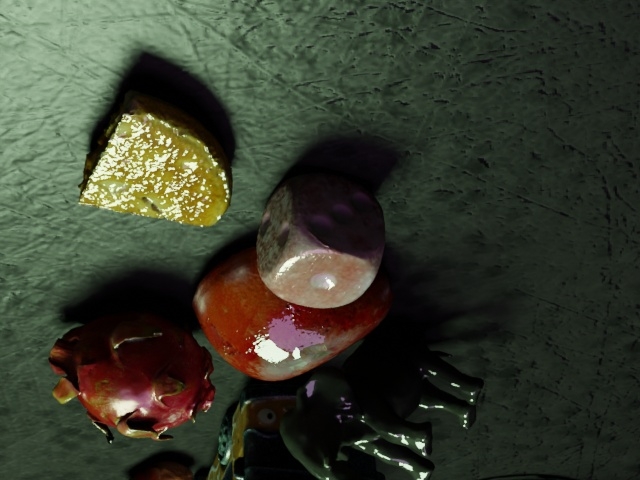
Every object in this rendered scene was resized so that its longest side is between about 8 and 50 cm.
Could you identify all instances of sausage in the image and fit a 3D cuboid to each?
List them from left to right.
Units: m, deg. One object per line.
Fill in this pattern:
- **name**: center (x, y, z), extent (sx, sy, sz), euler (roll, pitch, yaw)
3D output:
- **sausage**: center (-0.187, 0.288, 1.875), extent (0.094, 0.059, 0.054), euler (-35, 146, 30)

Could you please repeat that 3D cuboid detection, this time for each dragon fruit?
- **dragon fruit**: center (-0.185, 0.127, 1.603), extent (0.166, 0.136, 0.133), euler (17, 153, 5)

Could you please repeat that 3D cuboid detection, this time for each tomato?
- **tomato**: center (-0.026, 0.085, 1.578), extent (0.189, 0.099, 0.173), euler (17, 137, -28)

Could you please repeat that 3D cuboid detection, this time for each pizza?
- **pizza**: center (-0.148, -0.070, 1.403), extent (0.134, 0.046, 0.175), euler (-10, 143, 8)

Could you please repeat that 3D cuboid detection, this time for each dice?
- **dice**: center (0.000, 0.000, 1.471), extent (0.093, 0.091, 0.094), euler (14, 139, -22)

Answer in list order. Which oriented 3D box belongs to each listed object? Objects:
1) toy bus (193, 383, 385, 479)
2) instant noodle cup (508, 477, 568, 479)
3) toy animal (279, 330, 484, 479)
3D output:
- **toy bus**: center (-0.049, 0.310, 1.802), extent (0.162, 0.194, 0.323), euler (8, 142, -13)
- **instant noodle cup**: center (0.238, 0.486, 1.965), extent (0.284, 0.312, 0.284), euler (-2, 144, -1)
- **toy animal**: center (0.055, 0.179, 1.613), extent (0.146, 0.245, 0.114), euler (27, 119, 18)
